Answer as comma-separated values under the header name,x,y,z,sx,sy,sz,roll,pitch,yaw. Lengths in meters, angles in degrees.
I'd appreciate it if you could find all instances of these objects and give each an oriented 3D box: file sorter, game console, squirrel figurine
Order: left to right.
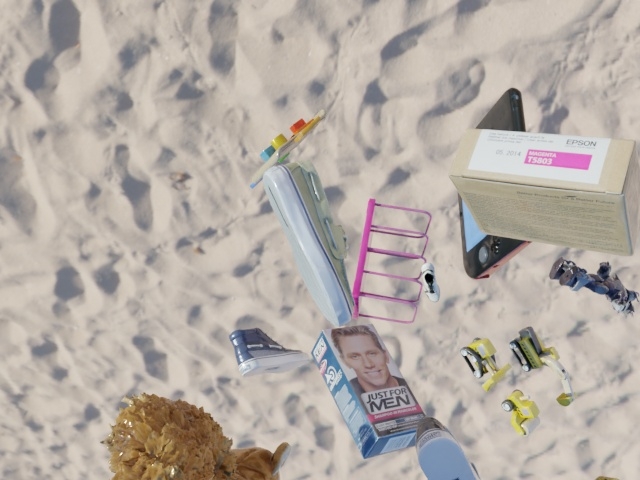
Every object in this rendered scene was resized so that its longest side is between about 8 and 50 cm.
name,x,y,z,sx,sy,sz,roll,pitch,yaw
squirrel figurine,-0.171,0.411,1.053,0.281,0.370,0.397,-13,106,20
file sorter,0.200,0.067,1.897,0.182,0.291,0.202,9,158,6
game console,0.418,-0.123,1.656,0.060,0.387,0.342,2,158,-7

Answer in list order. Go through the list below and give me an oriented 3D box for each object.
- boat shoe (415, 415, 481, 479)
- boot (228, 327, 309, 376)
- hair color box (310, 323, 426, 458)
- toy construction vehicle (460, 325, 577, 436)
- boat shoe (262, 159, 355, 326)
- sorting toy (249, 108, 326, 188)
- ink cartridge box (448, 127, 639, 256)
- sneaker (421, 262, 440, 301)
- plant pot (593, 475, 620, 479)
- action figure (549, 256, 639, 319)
name,x,y,z,sx,sy,sz,roll,pitch,yaw
boat shoe,0.253,0.462,1.265,0.108,0.102,0.301,-28,105,6
boot,-0.096,0.212,1.333,0.069,0.086,0.190,-34,157,25
hair color box,0.127,0.392,1.818,0.174,0.347,0.105,-3,134,-31
toy construction vehicle,0.189,0.123,0.633,0.098,0.086,0.035,61,143,9
boat shoe,0.000,0.000,1.180,0.302,0.094,0.109,67,164,-1
sorting toy,-0.086,-0.240,1.675,0.047,0.196,0.347,47,150,-6
ink cartridge box,0.328,-0.069,0.974,0.234,0.088,0.193,11,160,32
sneaker,0.274,0.112,1.697,0.040,0.044,0.109,-13,116,14
plant pot,0.497,0.453,1.163,0.083,0.081,0.081,62,158,2
action figure,0.822,0.131,1.989,0.285,0.185,0.099,17,118,-16
